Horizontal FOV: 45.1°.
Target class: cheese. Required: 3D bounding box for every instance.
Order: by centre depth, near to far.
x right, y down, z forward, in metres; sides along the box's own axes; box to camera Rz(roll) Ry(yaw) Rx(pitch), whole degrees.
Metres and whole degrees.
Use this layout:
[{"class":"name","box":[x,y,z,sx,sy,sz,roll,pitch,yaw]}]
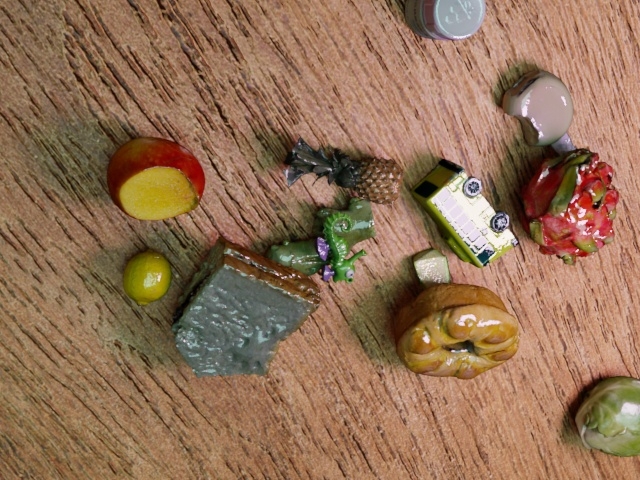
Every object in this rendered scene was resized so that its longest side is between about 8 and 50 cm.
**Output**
[{"class":"cheese","box":[0.567,-0.285,1.912,0.163,0.082,0.286,-39,114,-1]}]

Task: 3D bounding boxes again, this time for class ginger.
[{"class":"ginger","box":[0.004,-0.002,1.834,0.290,0.089,0.137,-36,131,2]}]

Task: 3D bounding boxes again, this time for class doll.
[{"class":"doll","box":[0.046,0.022,1.784,0.115,0.050,0.190,-18,119,-7]}]

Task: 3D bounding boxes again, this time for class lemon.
[{"class":"lemon","box":[-0.388,0.085,1.729,0.109,0.109,0.133,10,89,-19]}]

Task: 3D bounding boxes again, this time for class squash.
[{"class":"squash","box":[0.298,0.125,1.962,0.090,0.075,0.200,-34,117,-29]}]

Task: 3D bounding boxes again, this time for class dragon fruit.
[{"class":"dragon fruit","box":[0.614,-0.091,1.892,0.237,0.231,0.302,2,125,3]}]

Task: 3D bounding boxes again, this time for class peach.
[{"class":"peach","box":[-0.346,-0.125,1.626,0.190,0.192,0.190,-38,147,-31]}]

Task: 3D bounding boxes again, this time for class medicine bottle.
[{"class":"medicine bottle","box":[0.275,-0.510,1.707,0.135,0.168,0.135,-5,108,-16]}]

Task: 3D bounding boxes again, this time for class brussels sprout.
[{"class":"brussels sprout","box":[0.842,0.498,2.174,0.244,0.244,0.244,-5,108,-15]}]

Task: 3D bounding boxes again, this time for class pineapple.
[{"class":"pineapple","box":[0.049,-0.153,1.772,0.278,0.119,0.130,14,90,-17]}]

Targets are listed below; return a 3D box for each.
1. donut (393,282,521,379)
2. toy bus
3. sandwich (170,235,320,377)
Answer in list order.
[{"class":"donut","box":[0.335,0.230,1.914,0.299,0.150,0.317,-23,141,11]},{"class":"toy bus","box":[0.353,-0.059,1.894,0.150,0.128,0.262,-42,112,0]},{"class":"sandwich","box":[-0.193,0.179,1.768,0.262,0.131,0.325,27,114,-21]}]
